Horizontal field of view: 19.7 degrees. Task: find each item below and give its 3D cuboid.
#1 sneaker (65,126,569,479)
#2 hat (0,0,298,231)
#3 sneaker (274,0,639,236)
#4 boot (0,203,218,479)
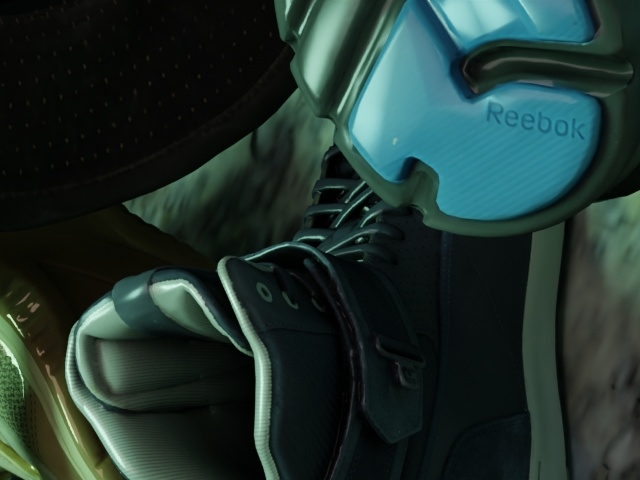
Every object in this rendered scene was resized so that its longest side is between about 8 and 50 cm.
[{"bbox_3d":[0.001,0.000,0.587,0.086,0.163,0.226,-27,56,39],"label":"sneaker"},{"bbox_3d":[-0.143,-0.165,0.638,0.134,0.331,0.331,-6,72,58],"label":"hat"},{"bbox_3d":[0.008,-0.156,0.577,0.125,0.139,0.341,-31,81,30],"label":"sneaker"},{"bbox_3d":[-0.108,0.076,0.713,0.262,0.095,0.203,43,141,10],"label":"boot"}]
